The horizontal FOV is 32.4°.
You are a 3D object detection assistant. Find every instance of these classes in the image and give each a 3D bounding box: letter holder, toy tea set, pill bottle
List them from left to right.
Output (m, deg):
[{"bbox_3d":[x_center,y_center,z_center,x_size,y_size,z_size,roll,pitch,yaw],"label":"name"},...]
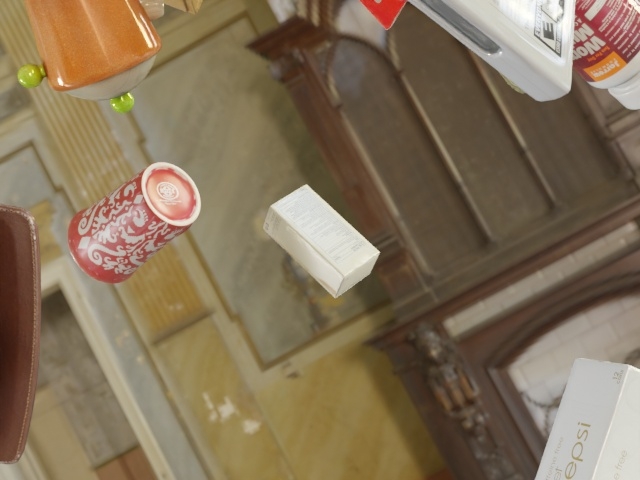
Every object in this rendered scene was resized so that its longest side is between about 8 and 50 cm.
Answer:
[{"bbox_3d":[-0.422,0.112,1.156,0.214,0.302,0.152,10,16,9],"label":"letter holder"},{"bbox_3d":[-0.079,-0.198,0.873,0.336,0.124,0.200,-11,22,24],"label":"toy tea set"},{"bbox_3d":[0.365,-0.277,1.442,0.121,0.221,0.121,-44,22,23],"label":"pill bottle"}]

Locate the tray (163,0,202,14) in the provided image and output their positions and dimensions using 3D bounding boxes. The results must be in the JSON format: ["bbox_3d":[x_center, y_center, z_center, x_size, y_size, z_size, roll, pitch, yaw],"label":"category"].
[{"bbox_3d":[-0.305,-0.482,1.833,0.411,0.202,0.076,153,137,-87],"label":"tray"}]

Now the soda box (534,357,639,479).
[{"bbox_3d":[0.203,0.202,0.822,0.069,0.074,0.216,-4,64,67],"label":"soda box"}]

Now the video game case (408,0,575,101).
[{"bbox_3d":[0.099,-0.310,0.813,0.036,0.329,0.300,-13,-30,43],"label":"video game case"}]

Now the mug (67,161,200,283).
[{"bbox_3d":[-0.235,-0.036,1.462,0.169,0.113,0.150,-32,10,41],"label":"mug"}]

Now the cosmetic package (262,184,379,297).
[{"bbox_3d":[0.000,0.000,1.170,0.060,0.115,0.041,-31,-23,-35],"label":"cosmetic package"}]

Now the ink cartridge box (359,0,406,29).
[{"bbox_3d":[0.086,-0.407,1.423,0.078,0.134,0.231,3,-51,-40],"label":"ink cartridge box"}]

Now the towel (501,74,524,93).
[{"bbox_3d":[0.217,-0.250,1.405,0.027,0.148,0.110,-38,-5,9],"label":"towel"}]
